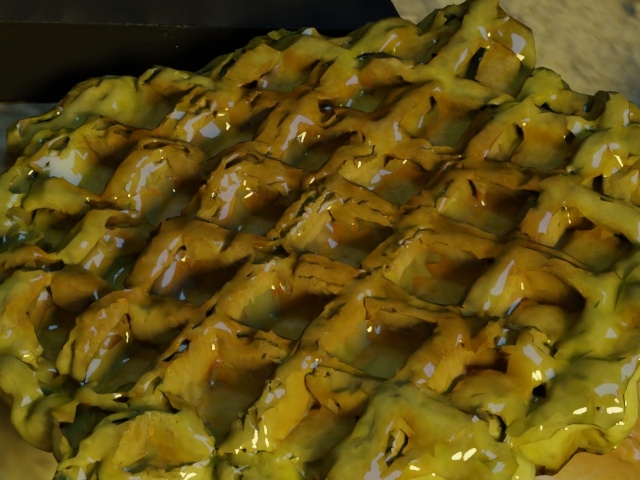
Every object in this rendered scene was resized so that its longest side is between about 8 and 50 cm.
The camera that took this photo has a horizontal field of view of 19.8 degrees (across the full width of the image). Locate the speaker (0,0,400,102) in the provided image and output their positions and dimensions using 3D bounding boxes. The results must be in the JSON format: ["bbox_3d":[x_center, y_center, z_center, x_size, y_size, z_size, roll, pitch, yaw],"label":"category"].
[{"bbox_3d":[-0.075,-0.101,0.750,0.218,0.044,0.082,-4,53,-35],"label":"speaker"}]

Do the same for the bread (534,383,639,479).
[{"bbox_3d":[0.169,0.125,0.648,0.305,0.091,0.142,32,47,-1],"label":"bread"}]

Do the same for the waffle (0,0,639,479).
[{"bbox_3d":[0.000,0.001,0.618,0.245,0.052,0.254,-17,42,-7],"label":"waffle"}]

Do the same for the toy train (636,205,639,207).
[{"bbox_3d":[0.226,0.008,0.810,0.188,0.072,0.099,27,43,-7],"label":"toy train"}]
